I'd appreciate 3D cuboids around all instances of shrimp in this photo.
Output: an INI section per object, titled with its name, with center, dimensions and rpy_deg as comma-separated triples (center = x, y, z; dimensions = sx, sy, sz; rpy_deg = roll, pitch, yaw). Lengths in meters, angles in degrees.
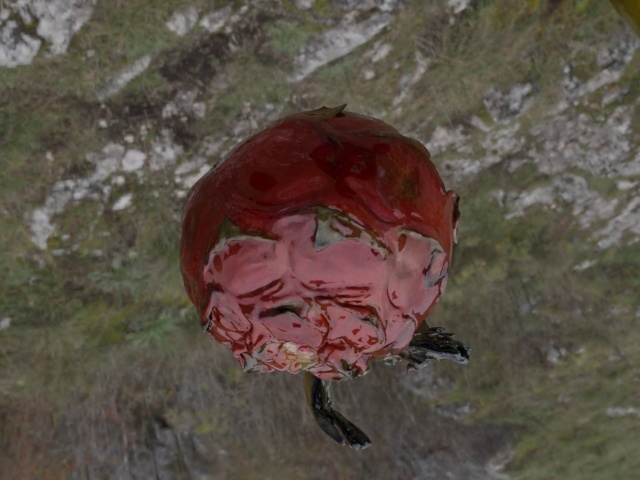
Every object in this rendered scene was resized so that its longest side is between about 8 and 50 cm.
[shrimp]
center = 0.054, 0.140, 0.859
dimensions = 0.219, 0.152, 0.046
rpy_deg = -1, 167, 44

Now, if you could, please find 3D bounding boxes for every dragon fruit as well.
[dragon fruit]
center = 0.000, 0.003, 0.714
dimensions = 0.252, 0.241, 0.241
rpy_deg = -46, 151, -18

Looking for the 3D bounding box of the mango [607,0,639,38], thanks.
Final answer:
[mango]
center = 0.233, -0.143, 0.380
dimensions = 0.329, 0.175, 0.176
rpy_deg = 36, 123, -18
